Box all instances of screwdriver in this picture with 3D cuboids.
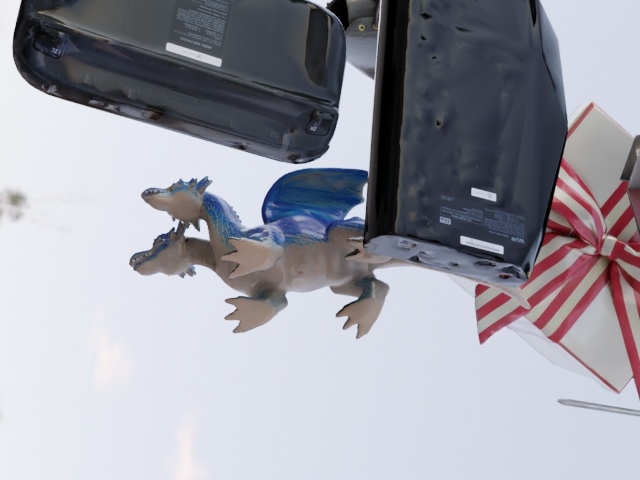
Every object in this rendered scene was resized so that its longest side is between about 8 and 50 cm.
[{"bbox_3d":[0.204,0.112,0.846,0.025,0.169,0.024,-49,-134,37],"label":"screwdriver"}]

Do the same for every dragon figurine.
[{"bbox_3d":[0.000,0.000,0.963,0.144,0.289,0.085,-95,-179,-63],"label":"dragon figurine"}]

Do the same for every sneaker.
[{"bbox_3d":[0.098,-0.240,1.374,0.222,0.118,0.083,-38,-130,36],"label":"sneaker"}]

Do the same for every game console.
[{"bbox_3d":[-0.003,-0.109,0.817,0.044,0.361,0.213,-34,-134,58],"label":"game console"}]

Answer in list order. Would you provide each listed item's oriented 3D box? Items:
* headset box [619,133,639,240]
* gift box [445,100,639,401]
[{"bbox_3d":[0.427,-0.081,1.226,0.293,0.110,0.218,-2,-140,32],"label":"headset box"},{"bbox_3d":[0.283,0.028,1.479,0.276,0.255,0.258,-56,-174,-4],"label":"gift box"}]
